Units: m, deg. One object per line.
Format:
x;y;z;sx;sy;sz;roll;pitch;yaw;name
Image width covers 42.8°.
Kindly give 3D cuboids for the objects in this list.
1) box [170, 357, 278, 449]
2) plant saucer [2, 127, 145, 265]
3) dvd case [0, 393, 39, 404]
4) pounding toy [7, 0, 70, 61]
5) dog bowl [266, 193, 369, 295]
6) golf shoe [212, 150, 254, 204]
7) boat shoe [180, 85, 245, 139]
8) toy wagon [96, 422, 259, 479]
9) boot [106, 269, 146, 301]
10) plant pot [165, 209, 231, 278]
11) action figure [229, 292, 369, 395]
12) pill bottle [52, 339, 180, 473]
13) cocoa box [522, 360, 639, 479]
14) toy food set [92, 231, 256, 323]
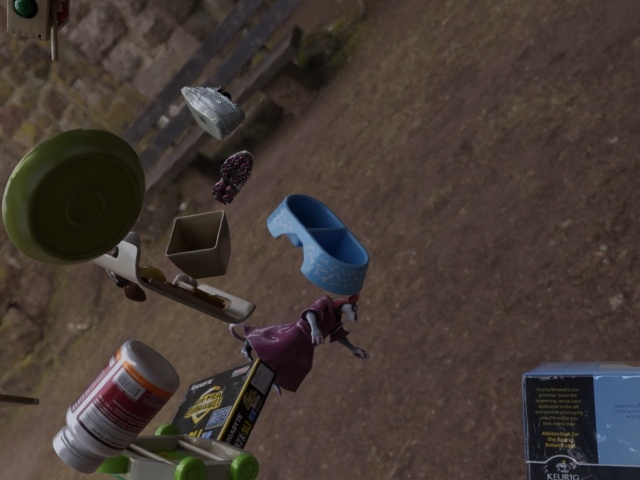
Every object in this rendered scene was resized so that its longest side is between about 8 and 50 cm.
-0.270;0.448;2.045;0.322;0.079;0.257;-27;30;45;box
-0.378;-0.059;1.298;0.037;0.241;0.241;35;88;40;plant saucer
-0.728;0.347;1.738;0.221;0.164;0.018;58;-155;-74;dvd case
-0.478;-0.404;1.415;0.141;0.100;0.130;-80;4;-56;pounding toy
0.000;0.000;1.877;0.297;0.165;0.074;49;125;34;dog bowl
-0.199;-0.164;1.941;0.086;0.067;0.186;-55;5;-38;golf shoe
-0.214;-0.269;1.654;0.081;0.079;0.227;-32;36;-12;boat shoe
-0.291;0.395;1.479;0.267;0.344;0.068;5;86;46;toy wagon
-0.458;0.087;1.919;0.042;0.118;0.087;-34;50;4;boot
-0.235;0.017;1.649;0.108;0.096;0.109;-9;44;14;plant pot
-0.033;0.266;2.390;0.370;0.248;0.276;-41;49;-4;action figure
-0.246;0.201;0.978;0.152;0.086;0.086;-48;19;4;pill bottle
0.491;0.295;1.204;0.347;0.231;0.228;-4;85;23;cocoa box
-0.298;0.066;1.638;0.219;0.306;0.092;15;79;50;toy food set
